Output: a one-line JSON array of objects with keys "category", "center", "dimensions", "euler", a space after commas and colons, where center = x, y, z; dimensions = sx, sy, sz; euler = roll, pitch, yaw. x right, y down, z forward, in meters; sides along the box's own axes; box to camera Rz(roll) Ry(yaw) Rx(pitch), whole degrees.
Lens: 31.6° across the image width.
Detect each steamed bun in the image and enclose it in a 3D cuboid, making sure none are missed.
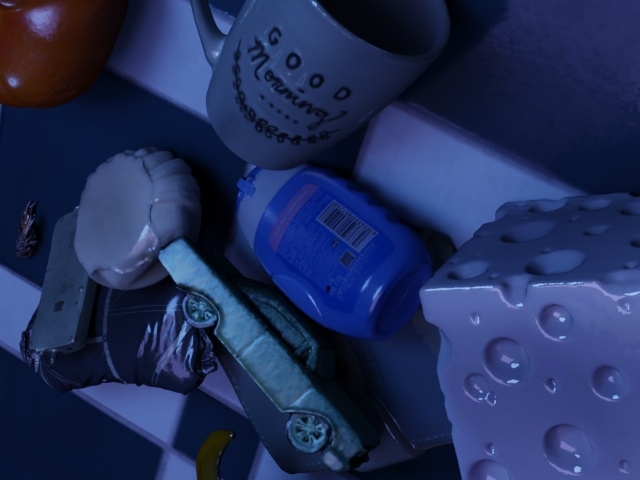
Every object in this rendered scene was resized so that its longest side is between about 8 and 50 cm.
[{"category": "steamed bun", "center": [-0.213, -0.026, 1.376], "dimensions": [0.183, 0.106, 0.183], "euler": [-16, 65, 37]}]

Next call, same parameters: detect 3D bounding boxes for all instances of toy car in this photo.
[{"category": "toy car", "center": [-0.051, 0.120, 1.271], "dimensions": [0.097, 0.141, 0.321], "euler": [-43, 77, 4]}]

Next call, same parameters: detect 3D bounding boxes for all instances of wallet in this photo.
[{"category": "wallet", "center": [0.038, 0.153, 1.348], "dimensions": [0.360, 0.083, 0.252], "euler": [-23, 94, 36]}]

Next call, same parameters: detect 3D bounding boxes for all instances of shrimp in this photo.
[{"category": "shrimp", "center": [-0.400, -0.009, 1.547], "dimensions": [0.029, 0.038, 0.092], "euler": [3, 121, -19]}]

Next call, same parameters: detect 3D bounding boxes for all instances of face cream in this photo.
[{"category": "face cream", "center": [0.000, 0.000, 1.259], "dimensions": [0.264, 0.083, 0.149], "euler": [39, 99, 34]}]

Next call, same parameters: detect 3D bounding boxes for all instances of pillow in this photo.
[{"category": "pillow", "center": [-0.263, 0.119, 1.464], "dimensions": [0.335, 0.092, 0.161], "euler": [-3, 77, 34]}]

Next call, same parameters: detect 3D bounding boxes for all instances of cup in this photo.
[{"category": "cup", "center": [-0.038, -0.210, 1.152], "dimensions": [0.258, 0.186, 0.234], "euler": [36, 133, -13]}]

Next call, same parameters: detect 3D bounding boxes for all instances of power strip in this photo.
[{"category": "power strip", "center": [-0.320, 0.059, 1.450], "dimensions": [0.080, 0.227, 0.029], "euler": [-10, 149, 30]}]

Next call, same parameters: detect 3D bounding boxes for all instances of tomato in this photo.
[{"category": "tomato", "center": [-0.339, -0.280, 1.304], "dimensions": [0.260, 0.180, 0.260], "euler": [13, 118, 27]}]

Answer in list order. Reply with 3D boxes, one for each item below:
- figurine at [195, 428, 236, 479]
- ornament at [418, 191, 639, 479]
[{"category": "figurine", "center": [-0.052, 0.420, 1.394], "dimensions": [0.387, 0.268, 0.401], "euler": [-32, 78, 56]}, {"category": "ornament", "center": [0.269, 0.103, 1.094], "dimensions": [0.239, 0.239, 0.240], "euler": [-4, 109, 31]}]
